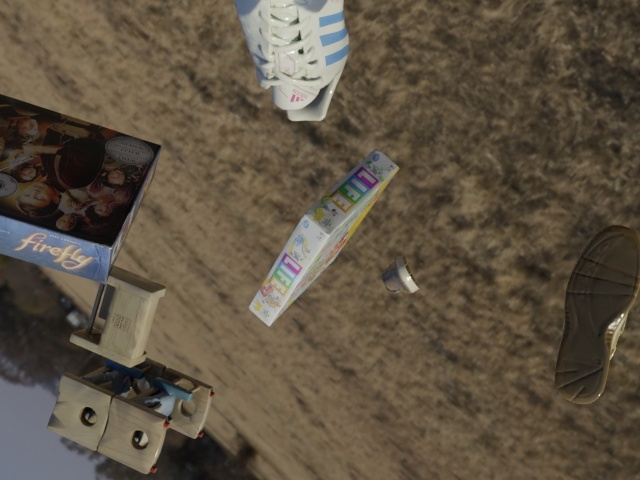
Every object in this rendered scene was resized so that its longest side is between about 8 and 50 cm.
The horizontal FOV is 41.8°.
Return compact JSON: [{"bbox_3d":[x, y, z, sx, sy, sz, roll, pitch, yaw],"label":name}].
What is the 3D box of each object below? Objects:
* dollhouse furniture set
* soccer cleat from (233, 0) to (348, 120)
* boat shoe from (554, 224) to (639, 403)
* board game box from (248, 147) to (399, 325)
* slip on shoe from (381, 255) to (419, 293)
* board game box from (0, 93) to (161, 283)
[{"bbox_3d":[-0.185,0.128,0.908,0.129,0.183,0.129,21,-169,13],"label":"dollhouse furniture set"},{"bbox_3d":[-0.027,-0.223,0.886,0.116,0.143,0.331,4,170,12],"label":"soccer cleat"},{"bbox_3d":[0.204,0.052,0.627,0.050,0.135,0.045,18,-168,13],"label":"boat shoe"},{"bbox_3d":[0.000,0.000,0.710,0.026,0.103,0.154,41,143,6],"label":"board game box"},{"bbox_3d":[0.104,0.050,1.132,0.135,0.041,0.051,17,-130,-85],"label":"slip on shoe"},{"bbox_3d":[-0.276,-0.062,0.719,0.243,0.165,0.042,17,127,-7],"label":"board game box"}]
